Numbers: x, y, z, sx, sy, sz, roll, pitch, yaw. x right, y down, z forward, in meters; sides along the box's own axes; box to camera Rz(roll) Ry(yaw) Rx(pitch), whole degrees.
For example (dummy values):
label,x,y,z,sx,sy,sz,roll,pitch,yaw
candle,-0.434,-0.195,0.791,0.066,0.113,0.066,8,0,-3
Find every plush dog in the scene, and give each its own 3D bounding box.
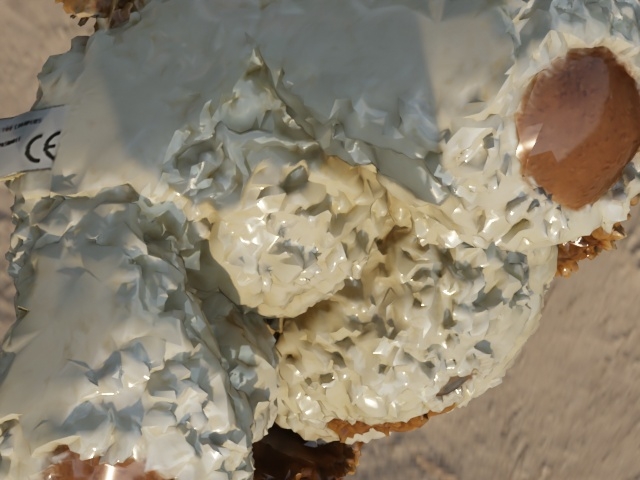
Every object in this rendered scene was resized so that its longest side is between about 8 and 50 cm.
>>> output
label,x,y,z,sx,sy,sz,roll,pitch,yaw
plush dog,0.000,0.000,0.669,0.262,0.225,0.210,-41,52,4
